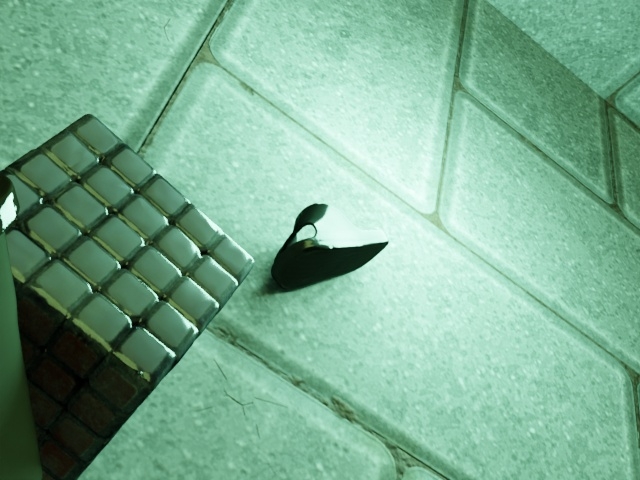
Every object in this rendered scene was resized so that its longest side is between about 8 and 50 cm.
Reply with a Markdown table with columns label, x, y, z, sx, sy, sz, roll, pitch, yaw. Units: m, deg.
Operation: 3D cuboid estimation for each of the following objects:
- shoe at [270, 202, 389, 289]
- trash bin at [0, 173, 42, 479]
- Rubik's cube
| label | x | y | z | sx | sy | sz | roll | pitch | yaw |
| --- | --- | --- | --- | --- | --- | --- | --- | --- | --- |
| shoe | 0.000 | 0.000 | 1.314 | 0.241 | 0.108 | 0.093 | -7 | 60 | -55 |
| trash bin | -0.325 | 0.101 | 0.674 | 0.219 | 0.220 | 0.250 | -54 | 143 | -61 |
| Rubik's cube | -0.247 | 0.063 | 0.900 | 0.238 | 0.237 | 0.237 | 41 | 34 | -6 |
